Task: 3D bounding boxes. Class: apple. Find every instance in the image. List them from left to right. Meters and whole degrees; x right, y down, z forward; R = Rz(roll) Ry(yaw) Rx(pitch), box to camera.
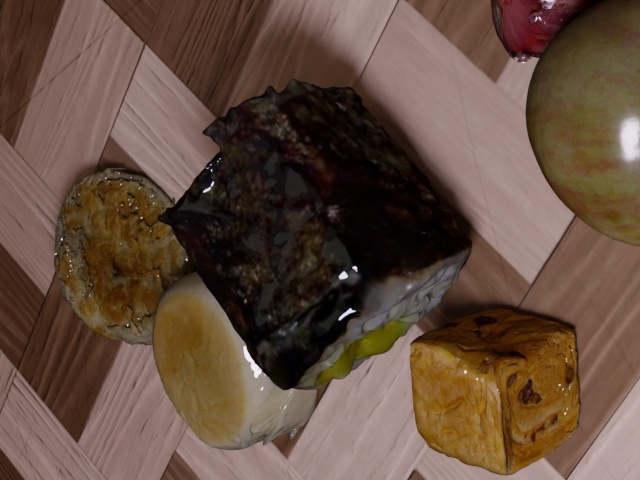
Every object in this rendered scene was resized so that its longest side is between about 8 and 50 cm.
[{"bbox_3d":[0.328,-0.123,1.667,0.234,0.257,0.256,-146,50,-68],"label":"apple"}]

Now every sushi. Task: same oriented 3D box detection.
[{"bbox_3d":[0.000,-0.003,1.994,0.281,0.299,0.294,-43,73,14],"label":"sushi"}]

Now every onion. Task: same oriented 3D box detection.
[{"bbox_3d":[0.249,-0.270,1.779,0.184,0.147,0.184,-170,90,-81],"label":"onion"}]

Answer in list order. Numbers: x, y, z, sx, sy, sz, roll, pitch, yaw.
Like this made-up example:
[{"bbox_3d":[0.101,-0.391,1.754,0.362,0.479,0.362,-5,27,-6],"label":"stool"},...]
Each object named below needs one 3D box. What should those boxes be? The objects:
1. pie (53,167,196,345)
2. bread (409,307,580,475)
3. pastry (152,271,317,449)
[{"bbox_3d":[-0.279,0.030,2.440,0.274,0.055,0.274,12,110,36],"label":"pie"},{"bbox_3d":[0.200,0.172,1.953,0.143,0.149,0.158,19,116,43],"label":"bread"},{"bbox_3d":[-0.117,0.156,2.265,0.265,0.133,0.264,17,115,41],"label":"pastry"}]
